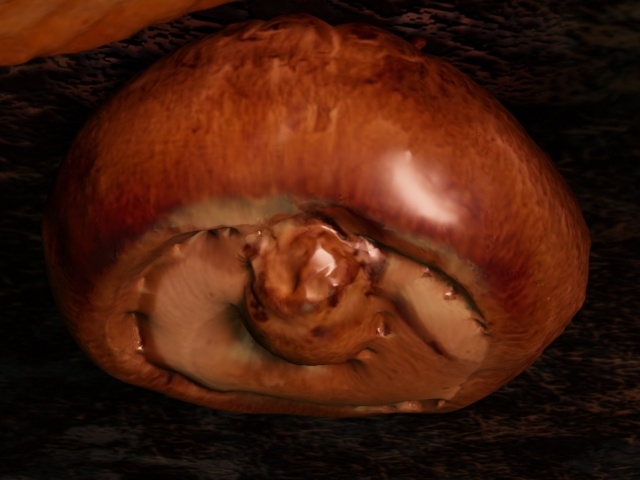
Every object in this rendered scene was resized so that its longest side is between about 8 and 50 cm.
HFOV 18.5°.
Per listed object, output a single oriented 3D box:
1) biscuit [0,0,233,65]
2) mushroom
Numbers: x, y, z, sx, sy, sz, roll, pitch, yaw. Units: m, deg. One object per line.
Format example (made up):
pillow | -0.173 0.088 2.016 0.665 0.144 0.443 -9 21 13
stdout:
biscuit | -0.078 -0.149 0.654 0.317 0.040 0.318 -16 161 -6
mushroom | 0.000 0.000 0.912 0.253 0.153 0.253 6 152 3
